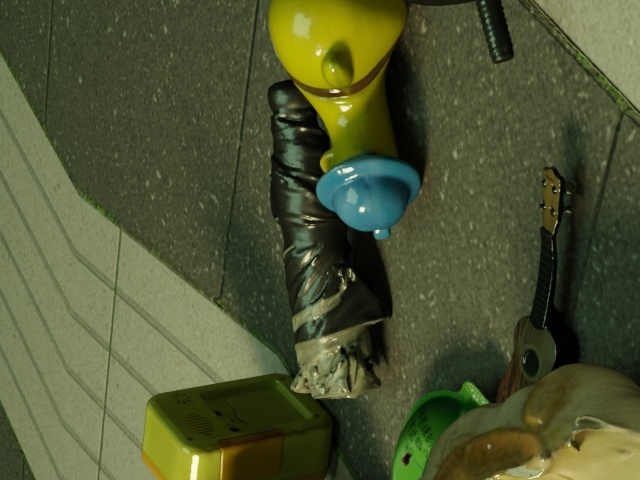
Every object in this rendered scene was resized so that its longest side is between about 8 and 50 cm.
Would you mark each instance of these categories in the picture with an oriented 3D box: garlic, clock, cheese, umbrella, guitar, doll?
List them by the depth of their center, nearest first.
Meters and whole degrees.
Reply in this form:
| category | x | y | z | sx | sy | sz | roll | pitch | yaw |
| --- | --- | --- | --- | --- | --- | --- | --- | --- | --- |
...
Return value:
| category | x | y | z | sx | sy | sz | roll | pitch | yaw |
| --- | --- | --- | --- | --- | --- | --- | --- | --- | --- |
| garlic | 0.197 | 0.218 | 1.446 | 0.281 | 0.203 | 0.185 | -41 | 25 | 16 |
| guitar | 0.208 | 0.059 | 1.524 | 0.084 | 0.038 | 0.271 | 33 | 125 | 52 |
| cheese | 0.124 | 0.284 | 1.692 | 0.204 | 0.083 | 0.320 | 50 | 136 | 42 |
| doll | 0.030 | -0.177 | 1.719 | 0.199 | 0.145 | 0.363 | -49 | -52 | -74 |
| umbrella | 0.005 | -0.001 | 1.818 | 0.113 | 0.106 | 0.358 | -1 | 99 | 53 |
| clock | -0.098 | 0.236 | 1.965 | 0.143 | 0.202 | 0.096 | 44 | 132 | 49 |

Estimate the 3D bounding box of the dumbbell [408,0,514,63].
| category | x | y | z | sx | sy | sz | roll | pitch | yaw |
| --- | --- | --- | --- | --- | --- | --- | --- | --- | --- |
| dumbbell | 0.122 | -0.313 | 1.478 | 0.143 | 0.143 | 0.325 | -29 | 72 | 60 |
